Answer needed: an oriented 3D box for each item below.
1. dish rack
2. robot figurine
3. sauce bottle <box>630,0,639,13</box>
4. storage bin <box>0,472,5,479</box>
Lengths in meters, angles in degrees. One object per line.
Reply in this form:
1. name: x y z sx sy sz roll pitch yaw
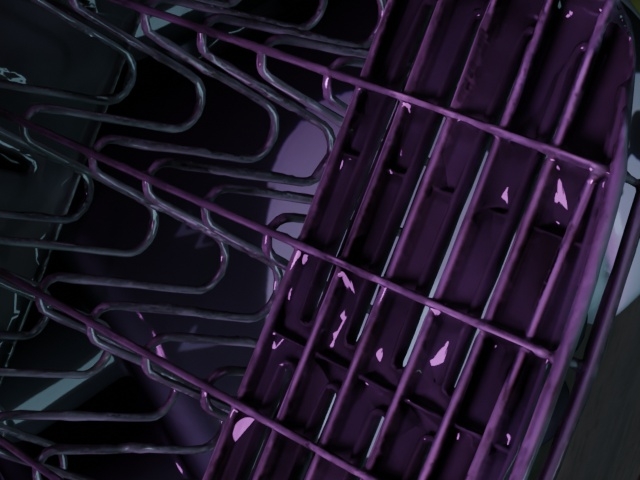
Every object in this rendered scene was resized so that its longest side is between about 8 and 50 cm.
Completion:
1. dish rack: -0.036 0.005 0.427 0.074 0.271 0.208 17 96 -45
2. robot figurine: 0.000 -0.001 0.613 0.278 0.174 0.209 -31 156 -12
3. sauce bottle: 0.187 -0.142 0.693 0.111 0.111 0.344 -4 140 -50
4. storage bin: -0.055 0.078 0.722 0.180 0.122 0.084 -28 165 -20
